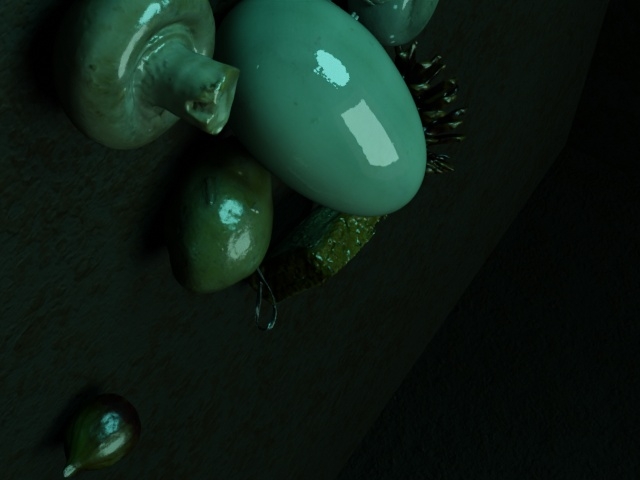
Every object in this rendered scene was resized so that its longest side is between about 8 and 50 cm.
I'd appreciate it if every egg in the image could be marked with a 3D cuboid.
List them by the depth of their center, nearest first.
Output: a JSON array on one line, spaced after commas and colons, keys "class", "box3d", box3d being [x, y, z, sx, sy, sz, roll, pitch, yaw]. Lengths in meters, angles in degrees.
[{"class": "egg", "box3d": [0.005, -0.177, 1.458, 0.371, 0.230, 0.230, 47, 66, -27]}]

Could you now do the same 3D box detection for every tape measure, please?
[{"class": "tape measure", "box3d": [-0.135, 0.061, 1.673, 0.104, 0.180, 0.107, -52, 169, 29]}]

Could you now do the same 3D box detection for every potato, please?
[{"class": "potato", "box3d": [-0.139, -0.036, 1.538, 0.178, 0.160, 0.235, 2, -105, 69]}]

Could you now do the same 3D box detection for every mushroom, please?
[{"class": "mushroom", "box3d": [-0.175, -0.184, 1.146, 0.204, 0.204, 0.204, -51, 159, -28]}]

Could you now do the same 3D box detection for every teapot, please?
[{"class": "teapot", "box3d": [0.115, -0.410, 1.720, 0.294, 0.129, 0.193, -33, 146, -60]}]

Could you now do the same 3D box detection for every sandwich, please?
[{"class": "sandwich", "box3d": [-0.001, -0.001, 1.934, 0.226, 0.087, 0.251, -29, -168, 48]}]

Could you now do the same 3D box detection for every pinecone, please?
[{"class": "pinecone", "box3d": [0.141, -0.224, 1.878, 0.264, 0.264, 0.264, -51, 159, -28]}]

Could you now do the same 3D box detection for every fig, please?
[{"class": "fig", "box3d": [-0.332, 0.296, 1.583, 0.155, 0.103, 0.109, -56, 141, -41]}]

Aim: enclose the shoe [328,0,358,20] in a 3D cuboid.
[{"class": "shoe", "box3d": [0.010, -0.297, 1.647, 0.089, 0.092, 0.180, -47, 157, -38]}]
